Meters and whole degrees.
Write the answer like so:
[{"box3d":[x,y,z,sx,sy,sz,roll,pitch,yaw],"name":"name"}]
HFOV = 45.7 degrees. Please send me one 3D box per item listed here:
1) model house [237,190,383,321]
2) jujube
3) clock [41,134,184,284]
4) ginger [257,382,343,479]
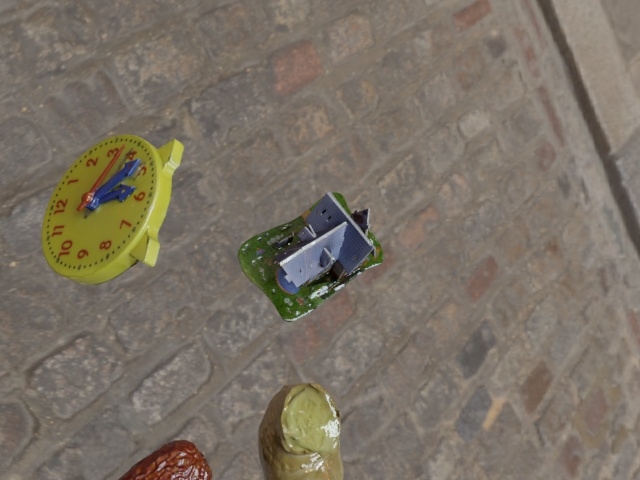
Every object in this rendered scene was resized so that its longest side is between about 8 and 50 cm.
[{"box3d":[0.000,0.000,0.871,0.167,0.088,0.117,-30,75,-25],"name":"model house"},{"box3d":[-0.272,0.419,1.293,0.176,0.112,0.109,-33,116,-11],"name":"jujube"},{"box3d":[-0.381,-0.062,1.320,0.071,0.294,0.276,36,50,-49],"name":"clock"},{"box3d":[-0.033,0.348,1.283,0.138,0.152,0.267,-12,124,-17],"name":"ginger"}]
